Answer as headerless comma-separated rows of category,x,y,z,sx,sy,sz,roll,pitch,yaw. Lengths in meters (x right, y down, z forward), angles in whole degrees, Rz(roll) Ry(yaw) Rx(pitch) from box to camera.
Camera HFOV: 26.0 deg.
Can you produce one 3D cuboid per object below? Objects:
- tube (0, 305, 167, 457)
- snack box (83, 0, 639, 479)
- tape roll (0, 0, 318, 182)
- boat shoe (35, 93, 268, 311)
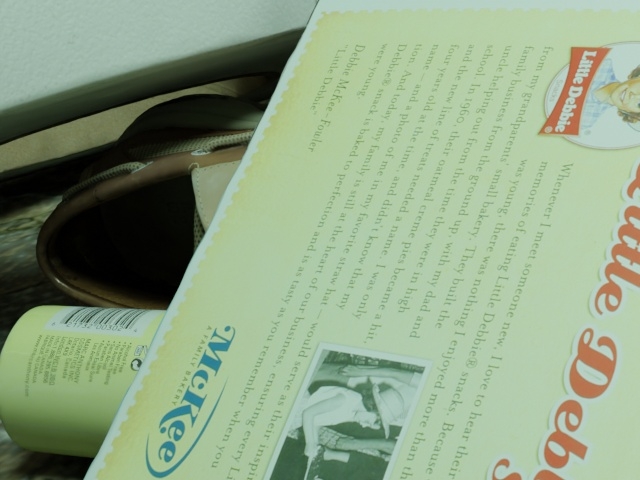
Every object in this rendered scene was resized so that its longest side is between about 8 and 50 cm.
tube,-0.008,0.061,0.531,0.240,0.070,0.062,0,-8,22
snack box,0.065,-0.018,0.458,0.187,0.060,0.322,7,61,34
tape roll,-0.130,-0.094,0.770,0.392,0.072,0.392,-17,2,1
boat shoe,0.000,0.000,0.604,0.324,0.123,0.116,-3,26,43
